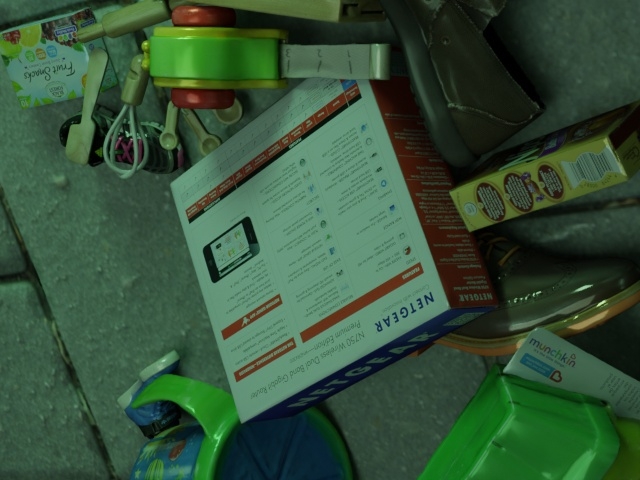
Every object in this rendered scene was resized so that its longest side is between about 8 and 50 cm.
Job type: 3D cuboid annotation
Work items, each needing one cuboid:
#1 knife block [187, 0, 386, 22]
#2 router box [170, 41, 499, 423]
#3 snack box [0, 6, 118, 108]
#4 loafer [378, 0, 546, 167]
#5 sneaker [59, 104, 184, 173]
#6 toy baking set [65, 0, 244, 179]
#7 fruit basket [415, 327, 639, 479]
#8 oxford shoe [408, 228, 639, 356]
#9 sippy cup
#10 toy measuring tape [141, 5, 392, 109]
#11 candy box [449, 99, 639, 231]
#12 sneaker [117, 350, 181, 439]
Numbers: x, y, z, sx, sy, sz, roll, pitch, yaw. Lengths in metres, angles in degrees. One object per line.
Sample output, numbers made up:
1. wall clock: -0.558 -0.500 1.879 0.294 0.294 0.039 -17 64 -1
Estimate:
1. knife block: -0.089 -0.278 1.500 0.242 0.088 0.275 -41 74 35
2. router box: 0.000 0.000 1.543 0.335 0.082 0.301 -32 68 40
3. snack box: -0.324 -0.221 1.749 0.141 0.037 0.100 -7 111 36
4. loafer: 0.125 -0.255 1.394 0.130 0.134 0.366 -17 114 17
5. sneaker: -0.246 -0.114 1.728 0.170 0.075 0.063 22 124 23
6. toy baking set: -0.201 -0.175 1.645 0.256 0.030 0.196 -11 98 20
7. fruit basket: 0.276 0.287 1.470 0.353 0.165 0.327 25 108 -19
8. oxford shoe: 0.170 0.042 1.502 0.364 0.130 0.132 -9 102 36
9. sippy cup: -0.116 0.313 1.781 0.224 0.240 0.305 -10 83 47
10. toy measuring tape: -0.081 -0.188 1.479 0.330 0.121 0.121 9 119 43
11. candy box: 0.232 -0.073 1.409 0.187 0.109 0.053 -21 101 38
12. sneaker: -0.206 0.209 1.877 0.084 0.058 0.152 52 135 8
